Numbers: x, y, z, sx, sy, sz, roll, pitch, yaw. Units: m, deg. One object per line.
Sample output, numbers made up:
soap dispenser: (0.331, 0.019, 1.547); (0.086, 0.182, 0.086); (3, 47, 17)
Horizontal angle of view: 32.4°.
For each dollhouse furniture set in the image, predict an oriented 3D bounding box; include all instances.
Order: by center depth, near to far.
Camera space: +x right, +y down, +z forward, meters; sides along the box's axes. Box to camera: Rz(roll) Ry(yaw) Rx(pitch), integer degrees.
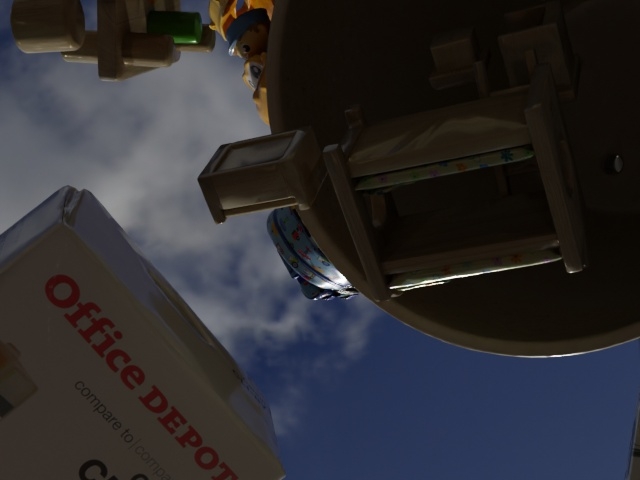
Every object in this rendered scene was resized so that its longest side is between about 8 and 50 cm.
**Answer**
dollhouse furniture set: (0.054, -0.044, 0.624); (0.161, 0.182, 0.101); (-64, -41, -55)

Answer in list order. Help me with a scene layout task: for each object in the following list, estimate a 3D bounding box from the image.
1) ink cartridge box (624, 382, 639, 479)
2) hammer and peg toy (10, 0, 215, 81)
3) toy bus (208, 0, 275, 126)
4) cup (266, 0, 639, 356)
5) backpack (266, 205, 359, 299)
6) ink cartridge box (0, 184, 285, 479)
ink cartridge box: (0.401, 0.237, 1.269); (0.153, 0.087, 0.208); (53, -132, -69)
hammer and peg toy: (-0.209, -0.313, 1.209); (0.361, 0.127, 0.266); (-56, -30, -74)
toy bus: (-0.025, -0.212, 0.967); (0.211, 0.149, 0.220); (31, -108, 1)
cup: (0.167, -0.100, 0.707); (0.237, 0.331, 0.331); (1, -99, -60)
backpack: (0.000, 0.000, 1.445); (0.173, 0.117, 0.158); (-2, -123, -57)
ink cartridge box: (-0.263, 0.182, 0.897); (0.385, 0.160, 0.279); (-39, -73, 0)
